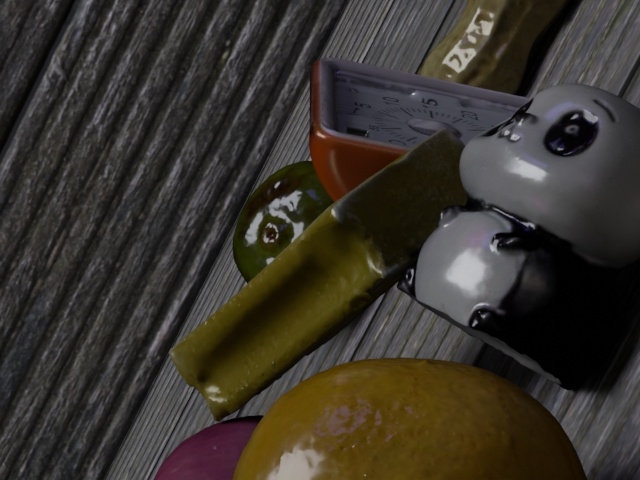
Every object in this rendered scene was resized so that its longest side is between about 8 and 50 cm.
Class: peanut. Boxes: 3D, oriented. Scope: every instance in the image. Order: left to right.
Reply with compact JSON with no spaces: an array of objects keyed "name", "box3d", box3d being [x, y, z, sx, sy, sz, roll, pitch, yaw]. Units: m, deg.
[{"name":"peanut","box3d":[0.201,-0.235,2.091,0.274,0.111,0.125,-60,16,23]}]

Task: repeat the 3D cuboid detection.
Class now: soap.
[{"name":"soap","box3d":[0.008,0.036,1.673,0.199,0.091,0.315,-33,-5,-43]}]

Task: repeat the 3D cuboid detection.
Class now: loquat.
[{"name":"loquat","box3d":[0.061,0.208,1.313,0.275,0.275,0.275,-60,11,20]}]

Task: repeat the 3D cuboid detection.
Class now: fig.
[{"name":"fig","box3d":[0.000,0.000,2.398,0.225,0.203,0.203,14,-75,-58]}]

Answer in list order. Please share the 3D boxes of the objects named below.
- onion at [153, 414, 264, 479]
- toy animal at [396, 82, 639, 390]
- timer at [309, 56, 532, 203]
[{"name":"onion","box3d":[-0.098,0.326,1.739,0.358,0.345,0.358,-41,-28,-27]},{"name":"toy animal","box3d":[0.186,-0.014,1.484,0.187,0.165,0.235,27,92,56]},{"name":"timer","box3d":[0.099,-0.086,1.851,0.161,0.250,0.257,-61,11,20]}]
